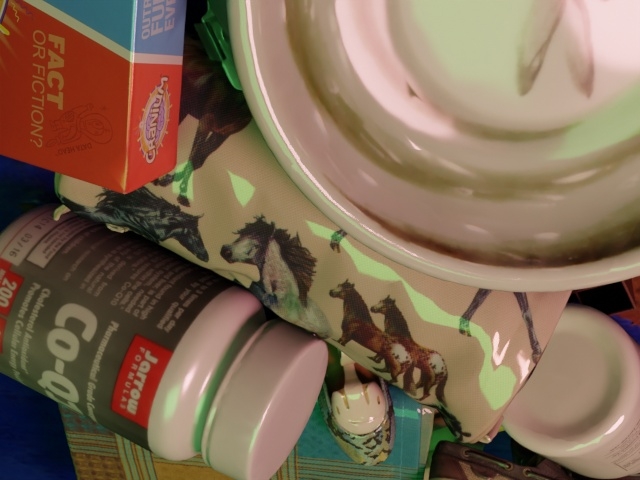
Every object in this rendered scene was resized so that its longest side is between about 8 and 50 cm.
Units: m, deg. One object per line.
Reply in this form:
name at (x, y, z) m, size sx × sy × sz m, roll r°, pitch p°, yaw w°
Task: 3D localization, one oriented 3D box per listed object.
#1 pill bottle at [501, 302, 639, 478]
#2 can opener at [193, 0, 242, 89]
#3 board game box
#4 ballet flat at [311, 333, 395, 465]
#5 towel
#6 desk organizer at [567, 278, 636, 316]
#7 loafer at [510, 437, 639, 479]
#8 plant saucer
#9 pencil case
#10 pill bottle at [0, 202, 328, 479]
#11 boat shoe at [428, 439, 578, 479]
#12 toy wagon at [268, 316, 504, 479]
pill bottle at (0.249, 0.147, 0.961) m, size 0.131 × 0.131 × 0.229 m, roll -19°, pitch 153°, yaw 23°
can opener at (-0.070, -0.226, 0.685) m, size 0.095 × 0.076 × 0.283 m, roll 21°, pitch 141°, yaw 54°
board game box at (-0.236, -0.189, 0.685) m, size 0.317 × 0.064 × 0.242 m, roll 17°, pitch 117°, yaw 18°
ballet flat at (0.024, 0.114, 0.949) m, size 0.070 × 0.070 × 0.188 m, roll -17°, pitch 87°, yaw 22°
towel at (-0.076, 0.223, 1.086) m, size 0.370 × 0.040 × 0.271 m, roll 6°, pitch 133°, yaw 4°
desk organizer at (0.218, 0.048, 0.967) m, size 0.130 × 0.050 × 0.047 m, roll -18°, pitch 128°, yaw 22°
loafer at (0.340, 0.210, 1.069) m, size 0.303 × 0.109 × 0.095 m, roll -16°, pitch 124°, yaw 25°
plant saucer at (0.144, -0.159, 0.661) m, size 0.401 × 0.100 × 0.400 m, roll 0°, pitch 119°, yaw 0°
pencil case at (0.000, 0.000, 0.816) m, size 0.410 × 0.160 × 0.183 m, roll 31°, pitch 132°, yaw 0°
pill bottle at (-0.149, 0.090, 0.918) m, size 0.283 × 0.161 × 0.161 m, roll 24°, pitch 135°, yaw 17°
boat shoe at (0.214, 0.243, 1.038) m, size 0.224 × 0.073 × 0.080 m, roll 11°, pitch 159°, yaw -5°
toy wagon at (0.064, 0.194, 1.112) m, size 0.267 × 0.068 × 0.344 m, roll -24°, pitch 126°, yaw 27°
